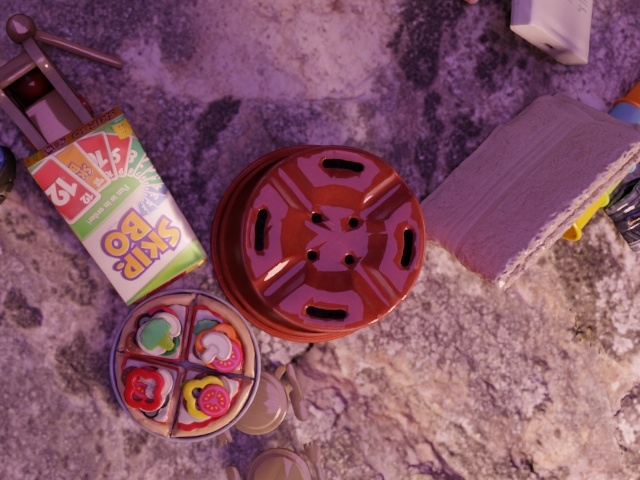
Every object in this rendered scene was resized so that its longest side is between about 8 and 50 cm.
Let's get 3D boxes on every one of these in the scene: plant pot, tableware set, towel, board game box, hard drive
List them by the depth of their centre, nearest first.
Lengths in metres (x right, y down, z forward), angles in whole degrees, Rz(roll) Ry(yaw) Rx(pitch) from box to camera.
[{"bbox_3d":[0.000,0.000,1.004,0.272,0.265,0.272,0,88,-6],"label":"plant pot"},{"bbox_3d":[-0.238,-0.028,1.021,0.124,0.039,0.259,-32,133,-8],"label":"board game box"},{"bbox_3d":[0.268,-0.075,1.083,0.282,0.187,0.049,-44,131,-6],"label":"towel"},{"bbox_3d":[0.317,-0.407,1.095,0.040,0.203,0.307,3,88,37],"label":"hard drive"},{"bbox_3d":[-0.068,0.265,1.106,0.128,0.039,0.194,-17,85,5],"label":"tableware set"}]

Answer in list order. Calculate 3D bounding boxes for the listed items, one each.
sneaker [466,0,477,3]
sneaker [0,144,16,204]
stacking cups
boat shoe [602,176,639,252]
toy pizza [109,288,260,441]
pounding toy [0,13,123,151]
[{"bbox_3d":[0.205,-0.400,1.141,0.070,0.051,0.134,20,91,-11],"label":"sneaker"},{"bbox_3d":[-0.538,-0.049,1.017,0.330,0.130,0.147,-25,94,-6],"label":"sneaker"},{"bbox_3d":[0.413,-0.148,1.138,0.096,0.096,0.316,41,84,-4],"label":"stacking cups"},{"bbox_3d":[0.485,-0.070,1.157,0.183,0.065,0.083,-40,94,-5],"label":"boat shoe"},{"bbox_3d":[-0.179,0.164,1.083,0.201,0.032,0.201,0,88,4],"label":"toy pizza"},{"bbox_3d":[-0.308,-0.182,1.031,0.155,0.154,0.269,-36,93,-5],"label":"pounding toy"}]
